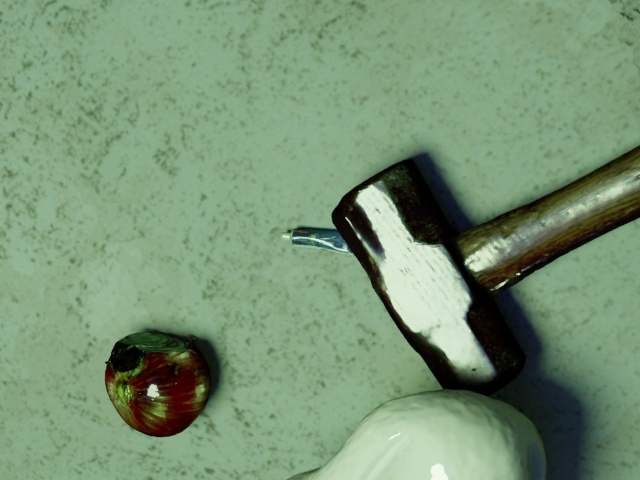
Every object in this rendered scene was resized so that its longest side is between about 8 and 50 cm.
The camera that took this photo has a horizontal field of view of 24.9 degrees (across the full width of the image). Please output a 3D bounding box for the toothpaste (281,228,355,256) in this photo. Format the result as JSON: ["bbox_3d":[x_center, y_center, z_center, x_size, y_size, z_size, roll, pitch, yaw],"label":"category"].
[{"bbox_3d":[0.000,0.000,1.498,0.083,0.019,0.027,6,88,14],"label":"toothpaste"}]

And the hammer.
[{"bbox_3d":[0.234,-0.024,1.372,0.409,0.095,0.242,-28,92,21],"label":"hammer"}]

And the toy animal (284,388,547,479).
[{"bbox_3d":[0.101,0.246,1.392,0.271,0.206,0.265,9,138,-10],"label":"toy animal"}]

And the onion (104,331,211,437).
[{"bbox_3d":[-0.172,0.156,1.553,0.117,0.118,0.119,11,110,51],"label":"onion"}]
